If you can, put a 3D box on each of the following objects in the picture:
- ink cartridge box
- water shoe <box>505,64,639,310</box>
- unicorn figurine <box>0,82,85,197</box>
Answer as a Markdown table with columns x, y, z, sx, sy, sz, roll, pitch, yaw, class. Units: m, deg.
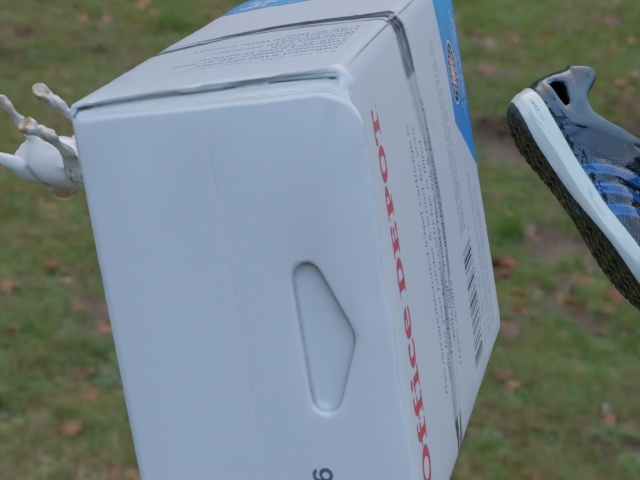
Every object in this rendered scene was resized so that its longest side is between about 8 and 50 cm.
| x | y | z | sx | sy | sz | roll | pitch | yaw | class |
| --- | --- | --- | --- | --- | --- | --- | --- | --- | --- |
| 0.000 | 0.000 | 0.850 | 0.129 | 0.223 | 0.307 | -6 | 15 | 14 | ink cartridge box |
| 0.218 | -0.036 | 1.215 | 0.080 | 0.203 | 0.073 | -34 | -4 | -6 | water shoe |
| -0.173 | -0.058 | 1.093 | 0.111 | 0.060 | 0.162 | 41 | -8 | -40 | unicorn figurine |
